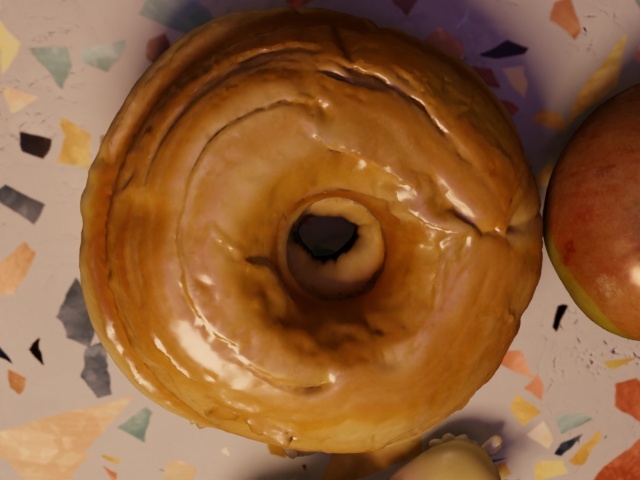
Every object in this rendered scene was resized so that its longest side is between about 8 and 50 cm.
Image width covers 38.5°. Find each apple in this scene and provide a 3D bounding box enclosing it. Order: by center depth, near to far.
[{"bbox_3d":[0.337,-0.030,0.877,0.260,0.194,0.261,4,77,-17],"label":"apple"}]

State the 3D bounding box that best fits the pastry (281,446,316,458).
[{"bbox_3d":[-0.061,0.137,1.013,0.121,0.089,0.258,-45,106,3],"label":"pastry"}]

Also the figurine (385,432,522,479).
[{"bbox_3d":[0.043,0.330,1.040,0.394,0.227,0.275,-25,139,-1],"label":"figurine"}]

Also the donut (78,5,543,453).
[{"bbox_3d":[0.000,0.000,0.861,0.448,0.198,0.449,-2,98,-12],"label":"donut"}]
